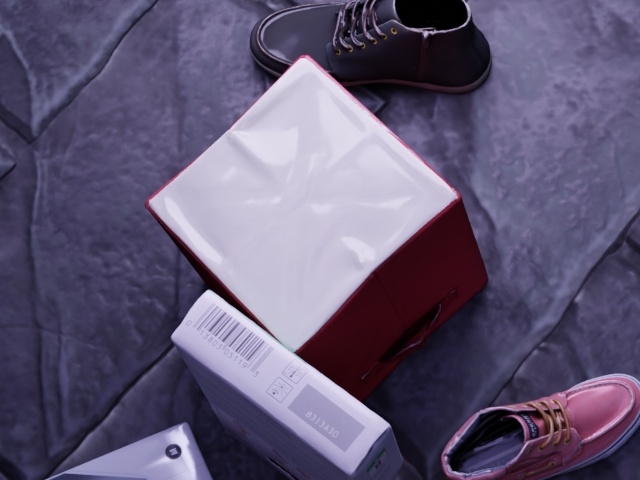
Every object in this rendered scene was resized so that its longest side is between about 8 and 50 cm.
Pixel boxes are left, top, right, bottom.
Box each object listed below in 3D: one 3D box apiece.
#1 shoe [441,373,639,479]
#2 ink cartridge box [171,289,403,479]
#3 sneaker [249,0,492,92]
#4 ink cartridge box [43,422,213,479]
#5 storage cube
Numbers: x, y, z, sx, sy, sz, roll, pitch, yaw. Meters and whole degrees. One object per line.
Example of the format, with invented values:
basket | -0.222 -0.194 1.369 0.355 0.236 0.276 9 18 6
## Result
shoe | 0.179 0.153 1.398 0.178 0.081 0.063 -27 67 1
ink cartridge box | -0.015 0.146 1.367 0.181 0.225 0.056 35 77 22
sneaker | 0.036 -0.191 1.539 0.222 0.118 0.083 4 71 14
ink cartridge box | -0.166 0.285 1.416 0.224 0.045 0.223 -24 64 -10
storage cube | 0.000 0.000 1.436 0.183 0.193 0.215 -43 68 -6
